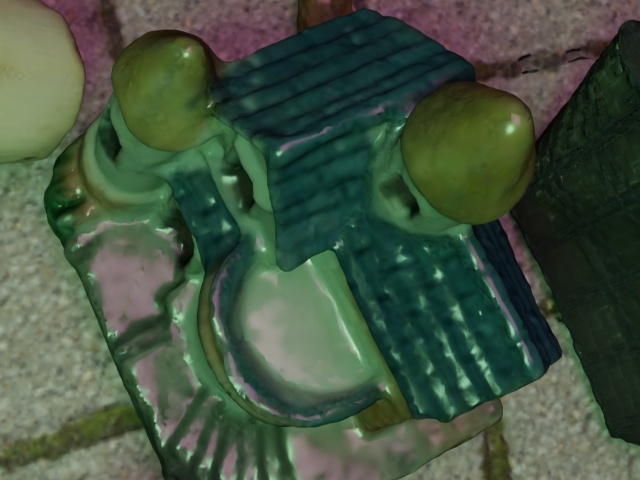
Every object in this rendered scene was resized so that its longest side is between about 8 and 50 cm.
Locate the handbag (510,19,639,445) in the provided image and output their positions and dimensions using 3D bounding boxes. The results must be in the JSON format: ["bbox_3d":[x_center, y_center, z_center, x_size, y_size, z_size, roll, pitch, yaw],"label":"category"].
[{"bbox_3d":[0.210,0.014,0.796,0.088,0.175,0.270,-20,81,-17],"label":"handbag"}]

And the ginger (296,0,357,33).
[{"bbox_3d":[0.028,-0.115,0.842,0.069,0.051,0.173,-23,86,-23],"label":"ginger"}]

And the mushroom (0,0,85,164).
[{"bbox_3d":[-0.288,-0.115,0.639,0.336,0.314,0.314,4,75,-38],"label":"mushroom"}]

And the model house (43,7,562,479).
[{"bbox_3d":[0.000,0.000,0.663,0.194,0.325,0.267,-23,84,-21],"label":"model house"}]
